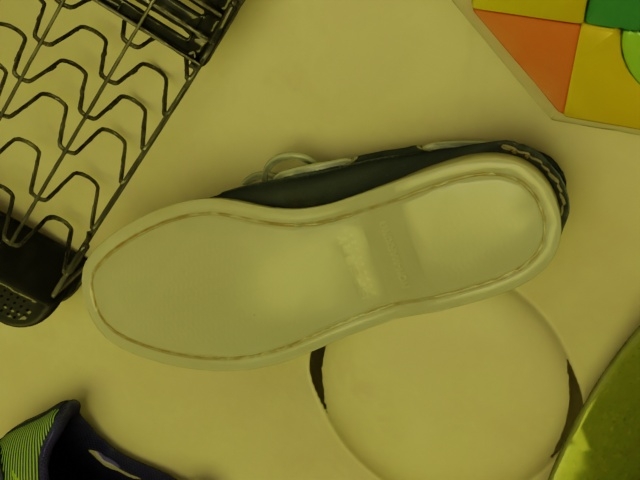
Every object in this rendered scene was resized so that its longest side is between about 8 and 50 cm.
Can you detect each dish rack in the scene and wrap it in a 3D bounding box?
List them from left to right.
[{"bbox_3d":[-0.168,-0.095,0.610,0.208,0.074,0.271,30,112,-14],"label":"dish rack"}]

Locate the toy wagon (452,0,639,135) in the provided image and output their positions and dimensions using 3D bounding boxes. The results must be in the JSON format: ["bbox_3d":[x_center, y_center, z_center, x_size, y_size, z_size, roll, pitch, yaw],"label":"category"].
[{"bbox_3d":[0.165,-0.188,0.448,0.267,0.068,0.344,11,132,10],"label":"toy wagon"}]

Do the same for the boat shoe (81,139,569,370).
[{"bbox_3d":[0.000,0.000,0.609,0.254,0.079,0.095,-18,101,20],"label":"boat shoe"}]

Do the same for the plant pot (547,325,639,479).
[{"bbox_3d":[0.273,0.186,0.515,0.293,0.275,0.275,21,115,-9],"label":"plant pot"}]

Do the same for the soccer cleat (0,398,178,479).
[{"bbox_3d":[-0.085,0.215,0.707,0.289,0.093,0.121,43,109,-2],"label":"soccer cleat"}]
